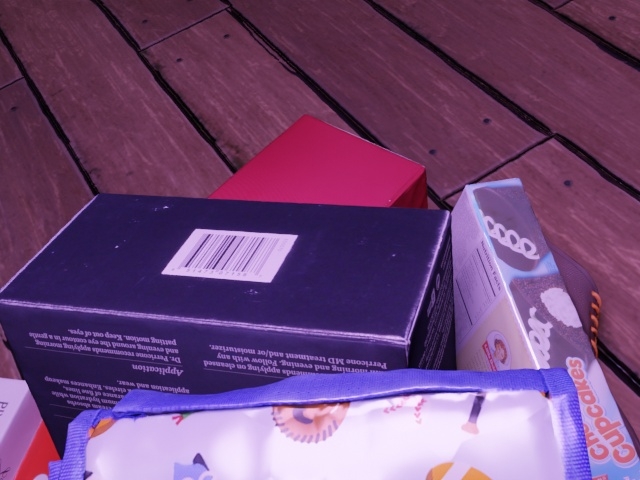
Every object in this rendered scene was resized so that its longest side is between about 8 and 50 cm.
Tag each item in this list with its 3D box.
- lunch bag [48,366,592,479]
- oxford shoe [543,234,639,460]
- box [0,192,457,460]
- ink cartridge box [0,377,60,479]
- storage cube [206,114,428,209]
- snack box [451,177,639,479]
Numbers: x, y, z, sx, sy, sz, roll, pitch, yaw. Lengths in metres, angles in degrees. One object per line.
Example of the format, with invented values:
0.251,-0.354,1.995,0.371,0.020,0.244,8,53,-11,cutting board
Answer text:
0.019,0.274,0.534,0.327,0.386,0.239,-5,14,7,lunch bag
0.248,0.090,0.843,0.132,0.130,0.364,-14,49,-10,oxford shoe
-0.059,0.138,0.731,0.343,0.313,0.179,4,34,18,box
-0.365,0.282,0.879,0.238,0.060,0.275,2,50,18,ink cartridge box
0.000,0.000,0.945,0.215,0.184,0.193,30,62,34,storage cube
0.177,0.129,0.726,0.060,0.187,0.322,-8,62,-14,snack box
